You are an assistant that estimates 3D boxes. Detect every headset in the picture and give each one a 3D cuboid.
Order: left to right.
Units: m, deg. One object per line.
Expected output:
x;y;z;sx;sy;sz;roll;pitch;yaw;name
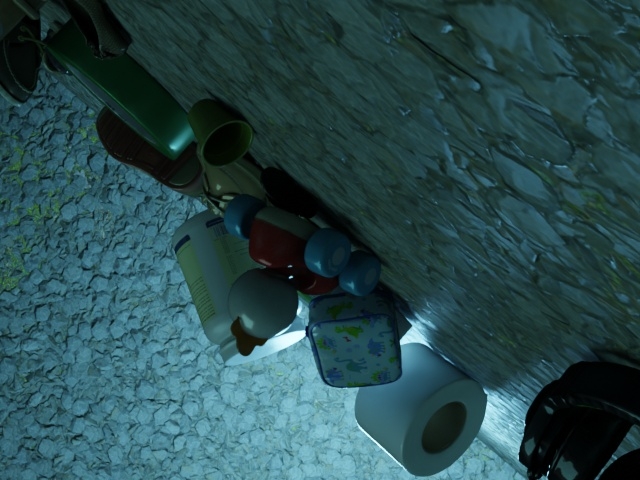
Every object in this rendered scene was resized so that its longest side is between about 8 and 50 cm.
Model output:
0.329;0.222;0.911;0.243;0.185;0.394;45;159;2;headset

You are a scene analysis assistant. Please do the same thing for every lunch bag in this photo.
0.066;0.193;1.669;0.090;0.176;0.219;-92;-9;-47;lunch bag

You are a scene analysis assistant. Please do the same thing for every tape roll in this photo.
-0.379;-0.289;1.652;0.321;0.077;0.321;40;174;5;tape roll
0.219;0.368;1.876;0.169;0.246;0.246;33;170;46;tape roll

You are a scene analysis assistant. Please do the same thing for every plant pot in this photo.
-0.151;-0.161;1.227;0.079;0.083;0.083;52;-179;32;plant pot

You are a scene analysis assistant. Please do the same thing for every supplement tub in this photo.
-0.181;0.098;1.948;0.235;0.236;0.324;66;-178;-75;supplement tub

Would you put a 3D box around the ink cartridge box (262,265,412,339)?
0.035;0.117;1.810;0.273;0.114;0.198;44;173;-28;ink cartridge box

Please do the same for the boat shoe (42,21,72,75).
-0.563;-0.406;1.853;0.103;0.092;0.285;45;172;-28;boat shoe

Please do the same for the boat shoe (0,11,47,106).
-0.553;-0.367;1.553;0.109;0.091;0.305;49;-164;-52;boat shoe

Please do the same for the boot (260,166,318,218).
-0.064;-0.078;1.382;0.121;0.045;0.099;37;173;-26;boot

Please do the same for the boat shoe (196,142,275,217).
-0.158;-0.087;1.568;0.122;0.110;0.341;38;173;23;boat shoe

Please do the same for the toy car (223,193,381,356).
-0.067;0.080;1.384;0.219;0.237;0.210;24;174;35;toy car

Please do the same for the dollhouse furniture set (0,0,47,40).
-0.542;-0.421;1.273;0.303;0.173;0.355;44;173;-27;dollhouse furniture set

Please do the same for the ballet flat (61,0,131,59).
-0.350;-0.335;1.244;0.084;0.058;0.250;38;173;19;ballet flat

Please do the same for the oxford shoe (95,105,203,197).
-0.382;-0.203;2.009;0.397;0.140;0.146;39;-179;32;oxford shoe

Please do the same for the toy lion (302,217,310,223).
0.000;0.000;1.622;0.096;0.034;0.100;45;177;28;toy lion
